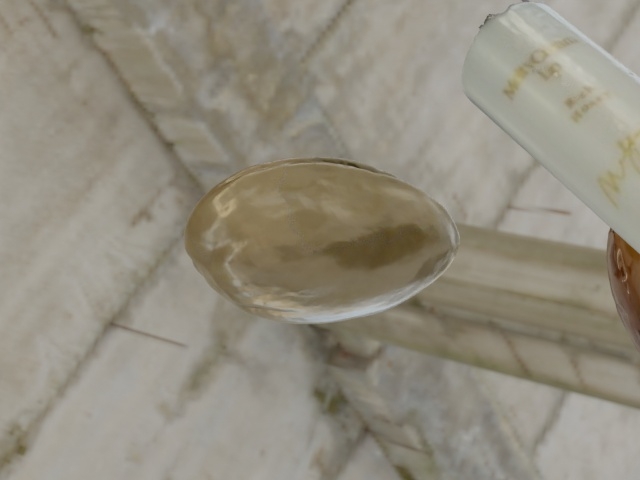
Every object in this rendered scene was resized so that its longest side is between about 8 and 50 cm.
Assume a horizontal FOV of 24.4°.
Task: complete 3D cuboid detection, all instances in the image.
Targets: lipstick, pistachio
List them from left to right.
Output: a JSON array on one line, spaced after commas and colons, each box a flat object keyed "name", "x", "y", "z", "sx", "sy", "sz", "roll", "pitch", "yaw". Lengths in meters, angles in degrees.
[{"name": "pistachio", "x": 0.000, "y": 0.000, "z": 1.187, "sx": 0.226, "sy": 0.136, "sz": 0.135, "roll": -3, "pitch": -78, "yaw": -20}, {"name": "lipstick", "x": 0.155, "y": -0.009, "z": 0.599, "sx": 0.059, "sy": 0.264, "sz": 0.059, "roll": -23, "pitch": -41, "yaw": -22}]

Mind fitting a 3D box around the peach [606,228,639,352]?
[{"name": "peach", "x": 0.351, "y": -0.030, "z": 0.937, "sx": 0.290, "sy": 0.373, "sz": 0.372, "roll": 46, "pitch": -115, "yaw": -39}]
